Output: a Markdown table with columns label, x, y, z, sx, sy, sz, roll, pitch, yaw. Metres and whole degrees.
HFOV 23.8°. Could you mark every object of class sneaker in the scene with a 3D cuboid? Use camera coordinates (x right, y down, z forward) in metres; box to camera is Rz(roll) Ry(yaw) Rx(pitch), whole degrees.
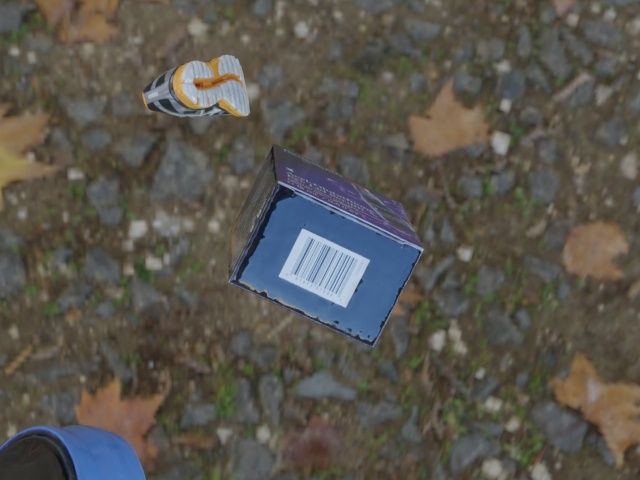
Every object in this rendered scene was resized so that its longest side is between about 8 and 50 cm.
| label | x | y | z | sx | sy | sz | roll | pitch | yaw |
| --- | --- | --- | --- | --- | --- | --- | --- | --- | --- |
| sneaker | -0.162 | -0.203 | 2.044 | 0.083 | 0.215 | 0.084 | -15 | 84 | 23 |

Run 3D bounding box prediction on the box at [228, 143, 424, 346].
| label | x | y | z | sx | sy | sz | roll | pitch | yaw |
| --- | --- | --- | --- | --- | --- | --- | --- | --- | --- |
| box | 0.000 | 0.000 | 1.458 | 0.153 | 0.108 | 0.207 | 25 | 11 | -10 |

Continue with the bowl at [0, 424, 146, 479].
| label | x | y | z | sx | sy | sz | roll | pitch | yaw |
| --- | --- | --- | --- | --- | --- | --- | --- | --- | --- |
| bowl | -0.310 | 0.377 | 1.584 | 0.077 | 0.391 | 0.391 | 22 | 49 | -31 |
